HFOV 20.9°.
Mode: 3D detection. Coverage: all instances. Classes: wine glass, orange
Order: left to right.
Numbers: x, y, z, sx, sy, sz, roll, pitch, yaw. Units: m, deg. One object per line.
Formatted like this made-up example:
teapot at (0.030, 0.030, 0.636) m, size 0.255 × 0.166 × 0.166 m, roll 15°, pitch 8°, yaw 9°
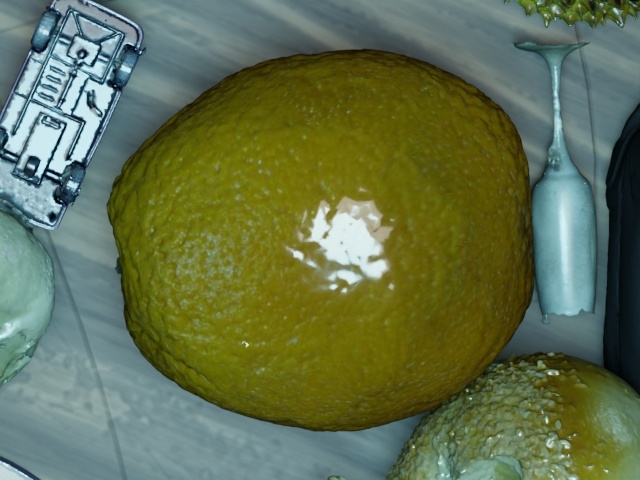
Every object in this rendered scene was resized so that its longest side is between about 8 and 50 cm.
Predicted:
orange at (0.000, 0.000, 1.460) m, size 0.356 × 0.322 × 0.322 m, roll -4°, pitch 91°, yaw 5°
wine glass at (0.220, -0.053, 1.594) m, size 0.074 × 0.074 × 0.262 m, roll -4°, pitch 93°, yaw -4°

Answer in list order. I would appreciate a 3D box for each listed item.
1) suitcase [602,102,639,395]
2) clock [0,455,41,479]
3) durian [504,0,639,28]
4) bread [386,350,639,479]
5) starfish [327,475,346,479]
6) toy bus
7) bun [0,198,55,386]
suitcase at (0.432, 0.034, 1.549) m, size 0.345 × 0.188 × 0.339 m, roll 0°, pitch 90°, yaw -6°
clock at (-0.322, 0.266, 1.557) m, size 0.172 × 0.064 × 0.198 m, roll -29°, pitch 94°, yaw -2°
durian at (0.218, -0.288, 1.574) m, size 0.252 × 0.144 × 0.139 m, roll 20°, pitch 68°, yaw 1°
bread at (0.181, 0.184, 1.473) m, size 0.171 × 0.314 × 0.192 m, roll 30°, pitch 80°, yaw -19°
starfish at (0.002, 0.361, 1.561) m, size 0.375 × 0.094 × 0.327 m, roll -19°, pitch 107°, yaw 13°
toy bus at (-0.231, -0.115, 1.536) m, size 0.096 × 0.108 × 0.199 m, roll 25°, pitch 91°, yaw -9°
bun at (-0.346, 0.064, 1.477) m, size 0.239 × 0.141 × 0.239 m, roll -4°, pitch 129°, yaw -5°
